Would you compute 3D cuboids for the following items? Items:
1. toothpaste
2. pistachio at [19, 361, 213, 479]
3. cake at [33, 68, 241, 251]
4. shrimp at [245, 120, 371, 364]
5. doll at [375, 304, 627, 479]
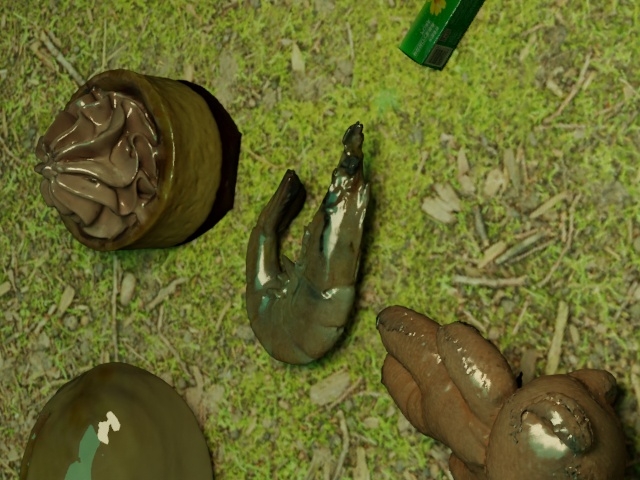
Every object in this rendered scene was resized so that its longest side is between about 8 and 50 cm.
[{"bbox_3d":[0.139,-0.244,1.532,0.037,0.043,0.178,42,110,30],"label":"toothpaste"},{"bbox_3d":[-0.211,0.266,1.685,0.166,0.197,0.288,-154,59,-74],"label":"pistachio"},{"bbox_3d":[-0.209,-0.086,1.676,0.208,0.178,0.185,-26,74,27],"label":"cake"},{"bbox_3d":[-0.012,-0.002,1.617,0.145,0.059,0.254,17,102,42],"label":"shrimp"},{"bbox_3d":[0.172,0.147,1.464,0.303,0.156,0.201,42,153,46],"label":"doll"}]
